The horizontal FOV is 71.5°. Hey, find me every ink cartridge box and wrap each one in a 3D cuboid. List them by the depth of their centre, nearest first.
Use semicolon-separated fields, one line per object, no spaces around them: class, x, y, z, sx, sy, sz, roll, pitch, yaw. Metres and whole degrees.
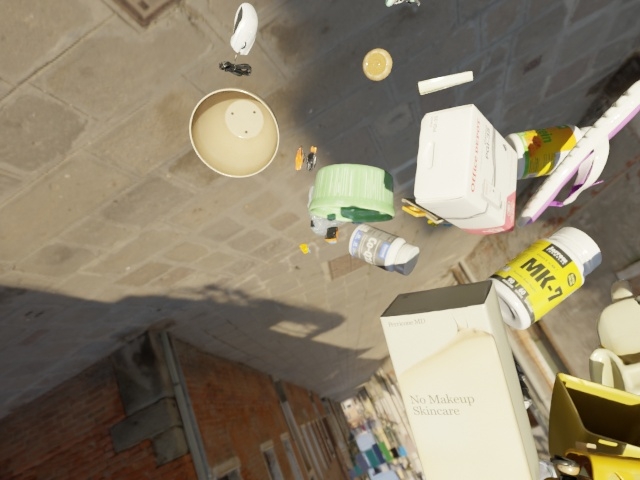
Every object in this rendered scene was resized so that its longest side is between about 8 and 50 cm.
ink cartridge box;0.340;-0.146;1.011;0.117;0.208;0.282;-1;167;41

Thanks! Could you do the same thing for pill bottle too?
pill bottle;0.439;0.071;0.886;0.208;0.119;0.119;-36;161;-7
pill bottle;0.136;0.021;0.955;0.078;0.137;0.078;-33;135;-41
pill bottle;0.678;-0.264;1.306;0.245;0.137;0.136;-9;160;3

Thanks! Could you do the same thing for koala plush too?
koala plush;0.075;-0.121;1.848;0.221;0.204;0.196;-5;147;20

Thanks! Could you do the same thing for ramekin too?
ramekin;0.114;-0.161;1.556;0.303;0.149;0.303;5;174;1

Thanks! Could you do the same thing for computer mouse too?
computer mouse;-0.215;-0.558;1.240;0.106;0.042;0.193;1;111;-50

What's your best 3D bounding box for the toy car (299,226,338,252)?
toy car;0.000;0.000;1.316;0.121;0.060;0.041;-17;128;5

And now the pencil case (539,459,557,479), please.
pencil case;0.733;0.717;1.273;0.272;0.124;0.113;16;-177;-11

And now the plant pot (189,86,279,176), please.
plant pot;-0.269;-0.380;1.482;0.283;0.191;0.284;1;121;1

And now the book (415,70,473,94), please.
book;0.347;-0.451;1.260;0.144;0.035;0.096;-11;-160;11

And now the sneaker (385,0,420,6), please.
sneaker;0.192;-0.544;0.995;0.098;0.069;0.038;-59;-171;-19

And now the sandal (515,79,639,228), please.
sandal;0.627;-0.176;1.045;0.416;0.102;0.169;-56;161;24

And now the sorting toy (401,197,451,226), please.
sorting toy;0.402;-0.092;1.568;0.347;0.196;0.047;0;118;-37

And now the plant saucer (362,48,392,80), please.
plant saucer;0.155;-0.485;1.227;0.083;0.083;0.015;-35;180;25

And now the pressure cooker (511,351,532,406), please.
pressure cooker;0.498;0.505;1.527;0.369;0.421;0.376;1;137;-27

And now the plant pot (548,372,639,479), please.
plant pot;0.592;0.436;0.920;0.212;0.212;0.187;-46;149;-70

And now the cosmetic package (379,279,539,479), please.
cosmetic package;0.216;0.231;0.678;0.160;0.310;0.113;-14;-173;29

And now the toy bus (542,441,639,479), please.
toy bus;0.458;0.400;0.753;0.190;0.105;0.202;-10;153;41

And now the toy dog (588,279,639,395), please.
toy dog;0.917;0.340;1.223;0.407;0.396;0.284;31;124;-34

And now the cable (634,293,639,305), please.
cable;0.617;0.011;0.685;0.287;0.072;0.139;-32;165;21

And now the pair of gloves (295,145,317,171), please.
pair of gloves;-0.043;-0.242;1.313;0.083;0.074;0.010;14;-170;41
